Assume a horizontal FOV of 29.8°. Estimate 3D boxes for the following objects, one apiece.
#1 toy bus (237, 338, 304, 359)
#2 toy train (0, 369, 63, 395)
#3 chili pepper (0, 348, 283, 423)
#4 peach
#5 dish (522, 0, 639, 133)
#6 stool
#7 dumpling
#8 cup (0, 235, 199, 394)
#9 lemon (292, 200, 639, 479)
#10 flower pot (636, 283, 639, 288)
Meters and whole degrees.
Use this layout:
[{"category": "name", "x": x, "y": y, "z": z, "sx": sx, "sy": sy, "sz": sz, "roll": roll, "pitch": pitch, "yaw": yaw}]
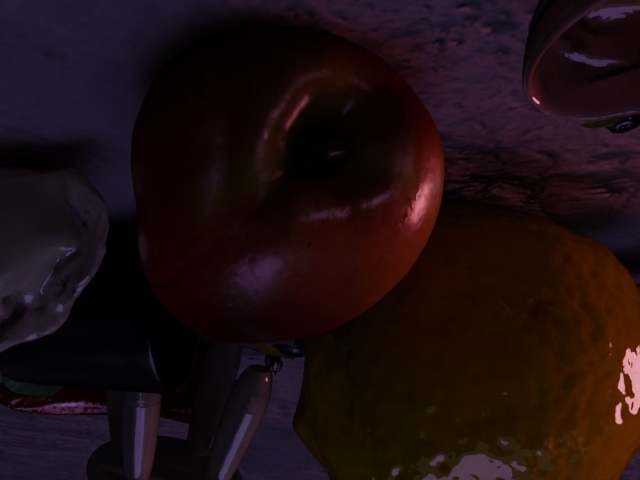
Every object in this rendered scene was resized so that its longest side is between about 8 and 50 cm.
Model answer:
[{"category": "toy bus", "x": -0.058, "y": 0.063, "z": 1.296, "sx": 0.106, "sy": 0.092, "sz": 0.268, "roll": 11, "pitch": 165, "yaw": 5}, {"category": "toy train", "x": -0.323, "y": 0.136, "z": 1.464, "sx": 0.099, "sy": 0.081, "sz": 0.149, "roll": 17, "pitch": 115, "yaw": -44}, {"category": "chili pepper", "x": -0.237, "y": 0.191, "z": 1.602, "sx": 0.387, "sy": 0.110, "sz": 0.110, "roll": 4, "pitch": 158, "yaw": -21}, {"category": "peach", "x": -0.043, "y": -0.034, "z": 0.967, "sx": 0.248, "sy": 0.245, "sz": 0.274, "roll": 31, "pitch": 163, "yaw": -6}, {"category": "dish", "x": 0.236, "y": -0.156, "z": 0.801, "sx": 0.213, "sy": 0.090, "sz": 0.213, "roll": -2, "pitch": 156, "yaw": -1}, {"category": "stool", "x": -0.172, "y": 0.214, "z": 1.465, "sx": 0.195, "sy": 0.199, "sz": 0.195, "roll": 8, "pitch": -164, "yaw": -21}, {"category": "dumpling", "x": -0.287, "y": 0.016, "z": 1.082, "sx": 0.250, "sy": 0.162, "sz": 0.132, "roll": -17, "pitch": -175, "yaw": 22}, {"category": "cup", "x": -0.237, "y": 0.042, "z": 1.241, "sx": 0.176, "sy": 0.239, "sz": 0.166, "roll": -1, "pitch": -159, "yaw": 13}, {"category": "lemon", "x": 0.159, "y": 0.128, "z": 1.175, "sx": 0.387, "sy": 0.350, "sz": 0.350, "roll": -12, "pitch": 158, "yaw": 0}, {"category": "flower pot", "x": 0.517, "y": 0.098, "z": 1.369, "sx": 0.367, "sy": 0.165, "sz": 0.254, "roll": 12, "pitch": 160, "yaw": -34}]
